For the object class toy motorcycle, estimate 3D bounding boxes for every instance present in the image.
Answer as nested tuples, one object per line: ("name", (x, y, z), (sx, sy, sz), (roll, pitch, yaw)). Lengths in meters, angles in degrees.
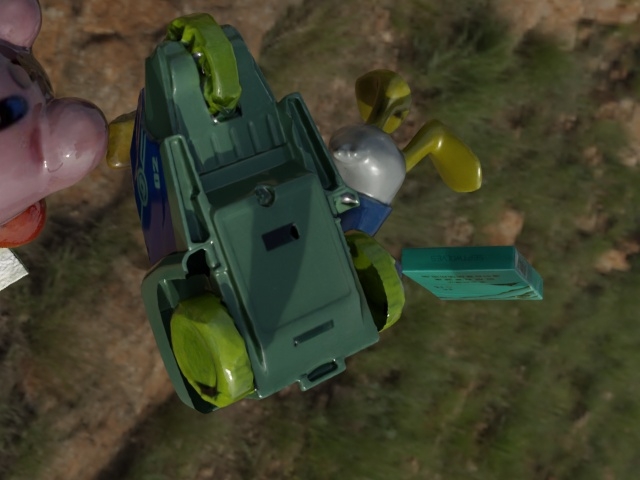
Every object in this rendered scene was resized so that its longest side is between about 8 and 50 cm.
("toy motorcycle", (-0.083, -0.027, 1.021), (0.191, 0.200, 0.327), (-22, 95, -29))

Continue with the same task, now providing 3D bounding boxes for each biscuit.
("biscuit", (-0.198, -0.175, 1.460), (0.174, 0.039, 0.184), (2, 97, -58))

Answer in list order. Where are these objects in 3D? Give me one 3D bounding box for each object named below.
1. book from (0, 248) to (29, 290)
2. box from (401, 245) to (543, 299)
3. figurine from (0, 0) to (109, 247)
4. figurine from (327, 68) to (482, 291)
("book", (-0.602, 0.007, 1.873), (0.160, 0.024, 0.228), (-31, 119, 0))
("box", (0.224, 0.049, 1.672), (0.226, 0.160, 0.042), (34, 59, -66))
("figurine", (-0.363, -0.105, 1.119), (0.211, 0.261, 0.270), (-33, 100, -36))
("figurine", (0.000, 0.000, 1.330), (0.338, 0.204, 0.284), (-32, 139, -32))
